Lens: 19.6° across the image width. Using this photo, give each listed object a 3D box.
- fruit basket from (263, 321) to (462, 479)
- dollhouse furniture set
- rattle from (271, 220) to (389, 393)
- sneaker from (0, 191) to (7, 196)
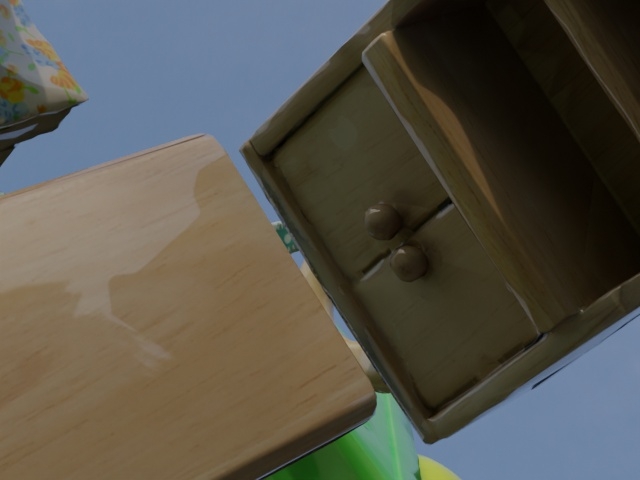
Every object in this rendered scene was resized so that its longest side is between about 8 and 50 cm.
[{"bbox_3d":[-0.004,0.237,1.561,0.283,0.392,0.392,-25,-67,5],"label":"fruit basket"},{"bbox_3d":[-0.009,0.000,0.608,0.256,0.394,0.362,-42,-104,43],"label":"dollhouse furniture set"},{"bbox_3d":[0.000,0.000,1.221,0.130,0.200,0.142,-50,-37,16],"label":"rattle"},{"bbox_3d":[-0.225,0.089,1.104,0.146,0.343,0.134,19,-58,-8],"label":"sneaker"}]
